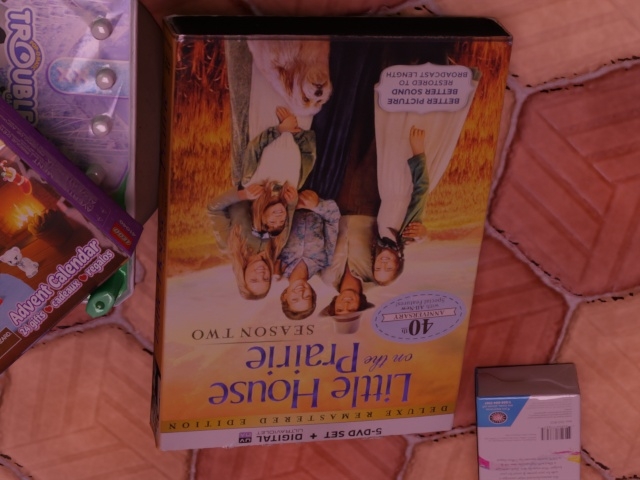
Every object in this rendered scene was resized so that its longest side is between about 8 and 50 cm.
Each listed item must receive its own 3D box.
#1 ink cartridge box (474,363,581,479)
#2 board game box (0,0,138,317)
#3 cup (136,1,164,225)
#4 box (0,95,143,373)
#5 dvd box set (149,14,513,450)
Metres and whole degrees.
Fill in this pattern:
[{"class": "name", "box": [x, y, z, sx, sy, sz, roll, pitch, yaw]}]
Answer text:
[{"class": "ink cartridge box", "box": [0.214, 0.221, 1.401, 0.104, 0.061, 0.181, -2, 116, 5]}, {"class": "board game box", "box": [-0.332, -0.131, 1.005, 0.389, 0.050, 0.390, 5, 116, 2]}, {"class": "cup", "box": [-0.296, -0.074, 1.190, 0.331, 0.237, 0.331, 1, 117, 2]}, {"class": "box", "box": [-0.306, 0.023, 1.017, 0.293, 0.057, 0.201, -40, 107, 20]}, {"class": "dvd box set", "box": [0.000, 0.000, 1.261, 0.307, 0.062, 0.421, -1, 117, -14]}]
